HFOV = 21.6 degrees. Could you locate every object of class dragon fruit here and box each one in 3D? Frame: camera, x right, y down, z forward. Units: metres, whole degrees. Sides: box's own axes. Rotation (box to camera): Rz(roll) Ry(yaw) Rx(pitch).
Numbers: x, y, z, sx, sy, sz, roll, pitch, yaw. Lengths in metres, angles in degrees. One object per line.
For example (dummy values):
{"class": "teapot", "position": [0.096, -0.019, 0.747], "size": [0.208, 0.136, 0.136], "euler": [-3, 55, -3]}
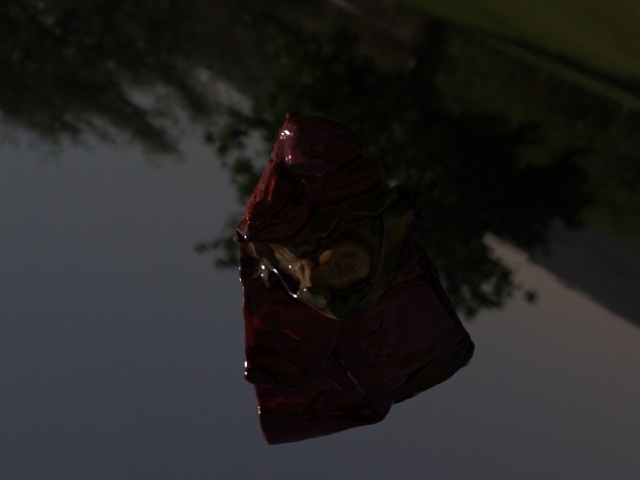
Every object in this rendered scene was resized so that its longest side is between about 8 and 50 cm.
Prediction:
{"class": "dragon fruit", "position": [0.019, 0.003, 0.700], "size": [0.092, 0.122, 0.192], "euler": [4, 150, 9]}
